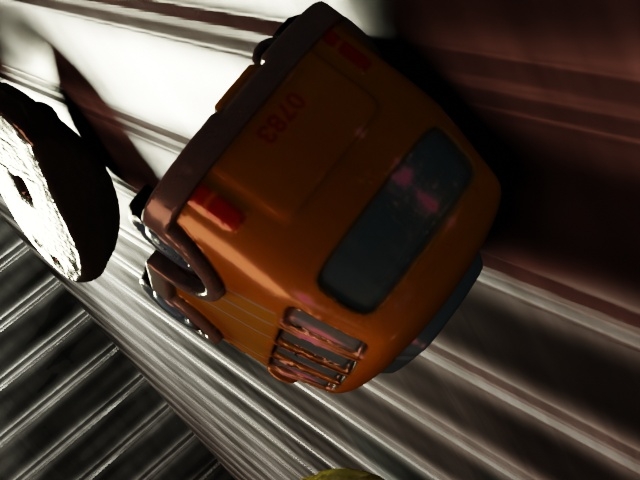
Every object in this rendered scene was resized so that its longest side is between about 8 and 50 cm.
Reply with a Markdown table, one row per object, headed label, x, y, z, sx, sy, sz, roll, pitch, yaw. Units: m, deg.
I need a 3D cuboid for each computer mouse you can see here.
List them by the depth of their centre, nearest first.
| label | x | y | z | sx | sy | sz | roll | pitch | yaw |
| --- | --- | --- | --- | --- | --- | --- | --- | --- | --- |
| computer mouse | -0.276 | -0.070 | 1.062 | 0.138 | 0.086 | 0.269 | 26 | 148 | 30 |

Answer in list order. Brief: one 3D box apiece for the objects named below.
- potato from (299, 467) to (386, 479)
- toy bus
| label | x | y | z | sx | sy | sz | roll | pitch | yaw |
| --- | --- | --- | --- | --- | --- | --- | --- | --- | --- |
| potato | 0.069 | 0.356 | 1.070 | 0.300 | 0.196 | 0.246 | 17 | 132 | -2 |
| toy bus | 0.000 | 0.000 | 0.478 | 0.136 | 0.126 | 0.209 | 36 | 163 | 4 |
